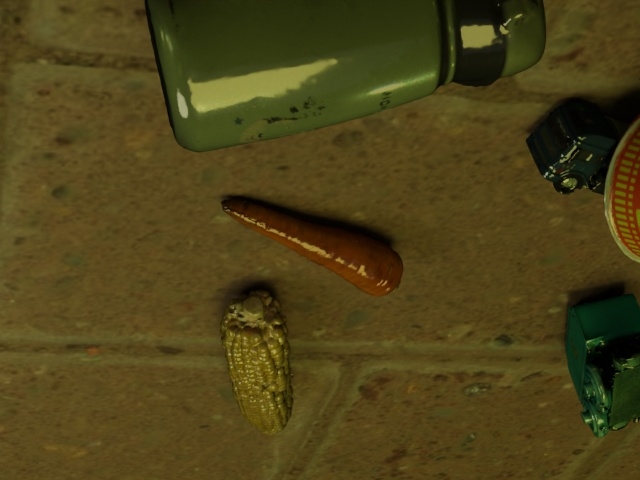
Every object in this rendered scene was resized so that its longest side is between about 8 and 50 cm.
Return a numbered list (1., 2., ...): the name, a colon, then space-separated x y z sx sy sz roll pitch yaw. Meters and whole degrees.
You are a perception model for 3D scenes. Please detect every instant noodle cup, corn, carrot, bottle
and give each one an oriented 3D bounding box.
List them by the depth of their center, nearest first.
1. bottle: 0.029 -0.183 1.173 0.347 0.168 0.168 -11 145 -8
2. instant noodle cup: 0.422 -0.040 1.359 0.193 0.212 0.193 -9 108 -28
3. carrot: 0.000 0.000 1.517 0.256 0.061 0.061 27 131 -33
4. corn: -0.073 0.158 1.686 0.086 0.086 0.288 -9 146 -3

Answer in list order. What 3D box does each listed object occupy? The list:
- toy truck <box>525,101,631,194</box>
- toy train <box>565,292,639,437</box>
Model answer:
1. toy truck: 0.321 -0.085 1.461 0.201 0.074 0.088 13 134 -31
2. toy train: 0.374 0.159 1.749 0.107 0.154 0.198 -14 146 -2
